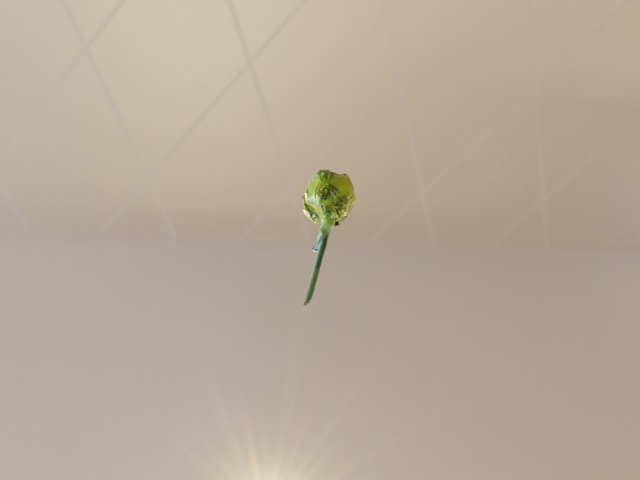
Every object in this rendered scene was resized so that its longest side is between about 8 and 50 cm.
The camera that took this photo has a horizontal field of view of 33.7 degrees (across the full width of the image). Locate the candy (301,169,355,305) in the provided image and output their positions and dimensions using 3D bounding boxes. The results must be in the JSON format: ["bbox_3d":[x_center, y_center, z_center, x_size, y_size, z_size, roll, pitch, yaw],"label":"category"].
[{"bbox_3d":[0.000,0.000,0.673,0.035,0.035,0.123,30,-141,-17],"label":"candy"}]
